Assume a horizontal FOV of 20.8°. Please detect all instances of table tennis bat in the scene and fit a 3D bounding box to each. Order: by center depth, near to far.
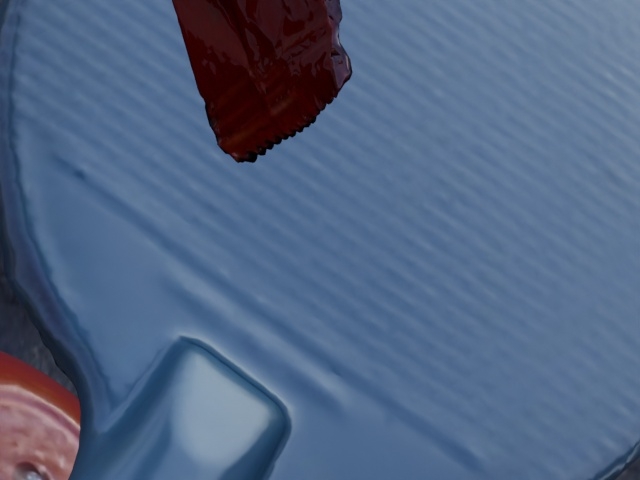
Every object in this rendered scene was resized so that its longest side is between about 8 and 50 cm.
[{"bbox_3d":[0.000,0.000,0.447,0.215,0.044,0.329,37,51,-7],"label":"table tennis bat"}]

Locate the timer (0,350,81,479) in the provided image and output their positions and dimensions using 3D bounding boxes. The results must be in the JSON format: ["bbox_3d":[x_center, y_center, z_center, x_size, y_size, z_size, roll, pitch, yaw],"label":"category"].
[{"bbox_3d":[-0.275,0.240,1.205,0.378,0.279,0.378,33,28,-20],"label":"timer"}]

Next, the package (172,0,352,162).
[{"bbox_3d":[-0.021,-0.119,0.348,0.022,0.083,0.200,-6,84,-21],"label":"package"}]
